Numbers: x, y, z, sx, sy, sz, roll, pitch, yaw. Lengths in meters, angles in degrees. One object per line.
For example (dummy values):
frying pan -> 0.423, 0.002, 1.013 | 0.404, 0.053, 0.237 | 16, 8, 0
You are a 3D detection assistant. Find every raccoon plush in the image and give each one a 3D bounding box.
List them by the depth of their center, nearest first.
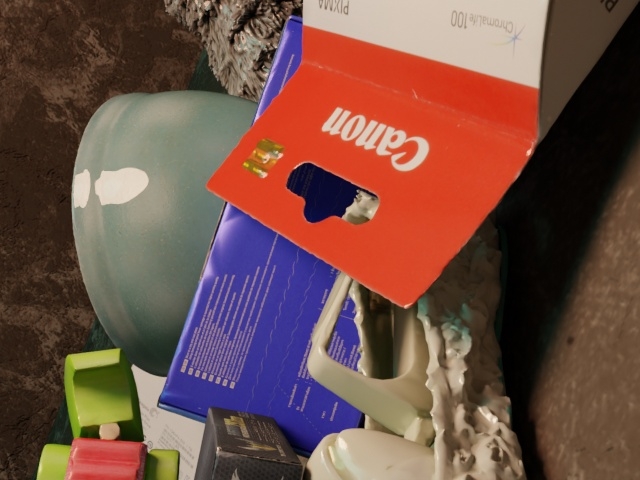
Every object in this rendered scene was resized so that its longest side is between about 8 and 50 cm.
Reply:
raccoon plush -> -0.098, -0.210, 1.315 | 0.216, 0.299, 0.446 | -52, 23, 45

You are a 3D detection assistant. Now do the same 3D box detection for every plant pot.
plant pot -> -0.082, -0.019, 1.102 | 0.196, 0.293, 0.293 | -8, 50, 22

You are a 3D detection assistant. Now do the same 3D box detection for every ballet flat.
ballet flat -> 0.050, 0.121, 0.709 | 0.147, 0.147, 0.409 | -55, 22, 40

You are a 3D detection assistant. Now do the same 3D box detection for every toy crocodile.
toy crocodile -> -0.171, 0.245, 0.833 | 0.105, 0.115, 0.341 | 101, 172, -57

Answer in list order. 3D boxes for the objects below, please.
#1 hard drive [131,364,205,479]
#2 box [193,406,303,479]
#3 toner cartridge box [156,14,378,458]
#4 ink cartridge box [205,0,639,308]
hard drive -> -0.177, 0.290, 1.202 | 0.210, 0.040, 0.319 | 36, 109, 34
box -> -0.065, 0.218, 0.754 | 0.232, 0.059, 0.183 | 168, 113, -83
toner cartridge box -> 0.000, 0.000, 0.935 | 0.075, 0.165, 0.348 | 53, -126, -77
ink cartridge box -> 0.068, -0.173, 0.783 | 0.385, 0.091, 0.308 | -53, 35, -4
